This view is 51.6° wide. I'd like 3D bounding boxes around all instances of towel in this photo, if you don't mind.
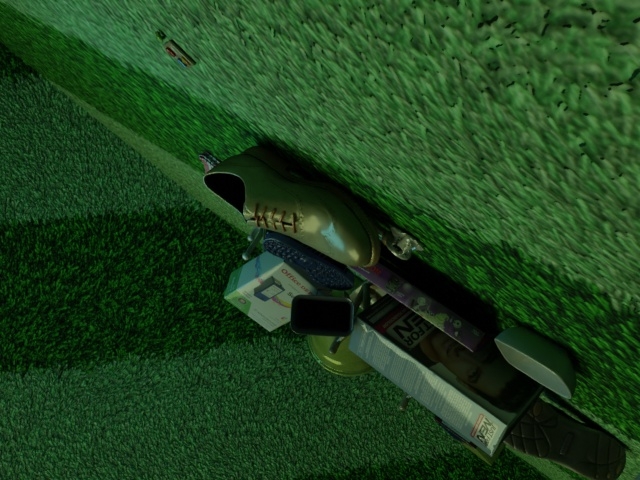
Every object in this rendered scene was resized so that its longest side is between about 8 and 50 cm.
[{"bbox_3d":[-0.264,-0.157,1.884,0.197,0.029,0.144,40,161,16],"label":"towel"}]

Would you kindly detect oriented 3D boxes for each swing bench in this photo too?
[{"bbox_3d":[0.186,0.240,1.689,0.253,0.165,0.254,38,-147,-8],"label":"swing bench"}]

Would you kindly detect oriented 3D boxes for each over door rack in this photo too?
[{"bbox_3d":[-0.079,0.079,1.748,0.240,0.108,0.324,35,-177,-17],"label":"over door rack"}]

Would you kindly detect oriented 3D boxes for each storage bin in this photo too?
[{"bbox_3d":[0.009,0.155,1.445,0.135,0.098,0.091,3,178,7],"label":"storage bin"}]

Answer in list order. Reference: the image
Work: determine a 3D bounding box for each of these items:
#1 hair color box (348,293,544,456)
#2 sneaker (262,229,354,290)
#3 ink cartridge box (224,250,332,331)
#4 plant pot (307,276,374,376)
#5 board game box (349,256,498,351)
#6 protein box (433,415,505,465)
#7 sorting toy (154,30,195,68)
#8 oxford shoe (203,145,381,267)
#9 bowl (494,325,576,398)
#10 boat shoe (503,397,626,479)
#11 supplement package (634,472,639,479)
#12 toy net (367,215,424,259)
[{"bbox_3d":[0.264,0.256,1.403,0.375,0.185,0.113,34,135,26],"label":"hair color box"},{"bbox_3d":[-0.014,0.019,1.386,0.232,0.090,0.081,34,142,-27],"label":"sneaker"},{"bbox_3d":[-0.095,0.104,1.544,0.212,0.093,0.154,-31,120,32],"label":"ink cartridge box"},{"bbox_3d":[0.084,0.240,2.016,0.276,0.276,0.253,35,159,24],"label":"plant pot"},{"bbox_3d":[0.187,0.107,1.333,0.347,0.056,0.208,34,-171,22],"label":"board game box"},{"bbox_3d":[0.431,0.448,1.738,0.136,0.201,0.200,32,169,37],"label":"protein box"},{"bbox_3d":[-0.257,-0.329,1.148,0.083,0.012,0.062,42,171,-24],"label":"sorting toy"},{"bbox_3d":[-0.062,-0.046,1.240,0.397,0.147,0.140,31,132,36],"label":"oxford shoe"},{"bbox_3d":[0.387,0.208,1.168,0.142,0.053,0.142,32,170,40],"label":"bowl"},{"bbox_3d":[0.506,0.434,1.515,0.356,0.132,0.130,29,176,9],"label":"boat shoe"},{"bbox_3d":[0.528,0.312,0.714,0.293,0.177,0.175,35,171,16],"label":"supplement package"},{"bbox_3d":[0.113,0.002,1.247,0.122,0.045,0.232,45,169,-36],"label":"toy net"}]
